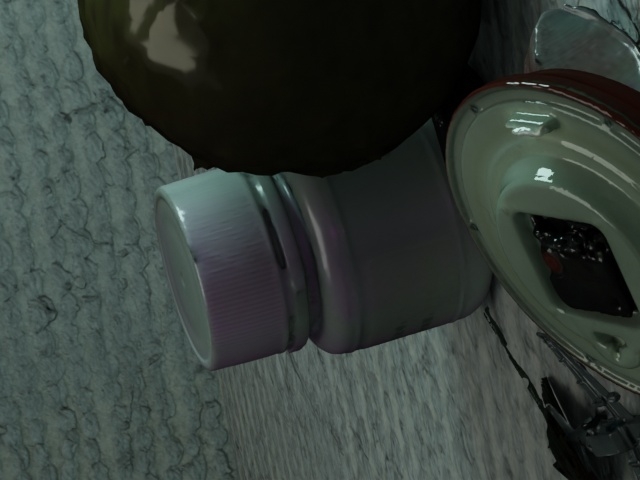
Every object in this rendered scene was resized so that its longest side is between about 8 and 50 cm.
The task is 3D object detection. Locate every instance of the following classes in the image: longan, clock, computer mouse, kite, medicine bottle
[{"bbox_3d":[-0.036,-0.229,1.794,0.391,0.391,0.391,164,90,-76],"label":"longan"},{"bbox_3d":[0.220,0.006,1.460,0.318,0.080,0.318,36,151,24],"label":"clock"},{"bbox_3d":[0.145,-0.131,1.909,0.172,0.057,0.099,-104,6,-51],"label":"computer mouse"},{"bbox_3d":[0.225,0.173,1.851,0.250,0.012,0.229,57,-168,-10],"label":"kite"},{"bbox_3d":[0.000,0.000,2.056,0.256,0.325,0.256,165,90,-78],"label":"medicine bottle"}]

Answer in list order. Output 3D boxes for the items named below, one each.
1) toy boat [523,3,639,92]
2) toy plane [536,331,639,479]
[{"bbox_3d":[0.240,-0.055,1.595,0.206,0.096,0.282,55,169,44],"label":"toy boat"},{"bbox_3d":[0.275,0.176,1.726,0.226,0.058,0.226,59,167,-3],"label":"toy plane"}]
